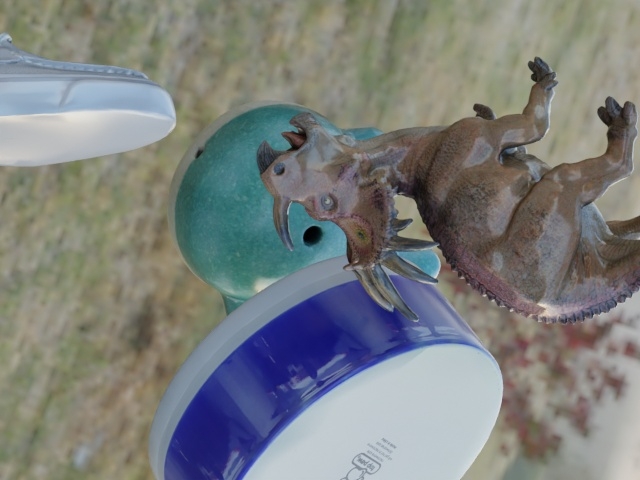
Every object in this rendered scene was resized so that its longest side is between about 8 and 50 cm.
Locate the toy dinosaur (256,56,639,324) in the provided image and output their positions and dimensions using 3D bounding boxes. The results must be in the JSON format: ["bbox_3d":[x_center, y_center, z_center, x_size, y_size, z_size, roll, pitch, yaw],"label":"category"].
[{"bbox_3d":[0.120,-0.008,1.227,0.200,0.295,0.127,-50,154,-19],"label":"toy dinosaur"}]

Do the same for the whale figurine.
[{"bbox_3d":[0.000,0.000,1.555,0.216,0.272,0.141,-53,-149,-1],"label":"whale figurine"}]

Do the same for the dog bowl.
[{"bbox_3d":[0.006,0.141,1.387,0.265,0.104,0.265,-25,143,-21],"label":"dog bowl"}]

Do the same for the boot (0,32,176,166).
[{"bbox_3d":[-0.212,-0.113,1.042,0.095,0.258,0.123,141,-56,-59],"label":"boot"}]
